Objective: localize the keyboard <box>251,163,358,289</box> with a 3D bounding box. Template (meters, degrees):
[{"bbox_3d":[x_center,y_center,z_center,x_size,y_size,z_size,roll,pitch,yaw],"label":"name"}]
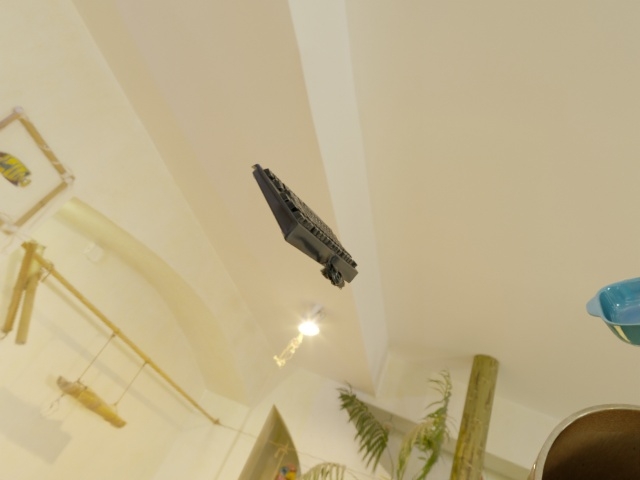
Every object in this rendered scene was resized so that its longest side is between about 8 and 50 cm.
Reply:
[{"bbox_3d":[0.000,0.000,0.396,0.023,0.108,0.180,-33,-24,9],"label":"keyboard"}]

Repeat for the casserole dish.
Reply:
[{"bbox_3d":[0.366,0.060,0.396,0.189,0.114,0.036,-20,-84,32],"label":"casserole dish"}]

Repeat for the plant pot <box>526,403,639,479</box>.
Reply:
[{"bbox_3d":[0.294,0.332,0.407,0.237,0.237,0.254,16,-44,17],"label":"plant pot"}]
